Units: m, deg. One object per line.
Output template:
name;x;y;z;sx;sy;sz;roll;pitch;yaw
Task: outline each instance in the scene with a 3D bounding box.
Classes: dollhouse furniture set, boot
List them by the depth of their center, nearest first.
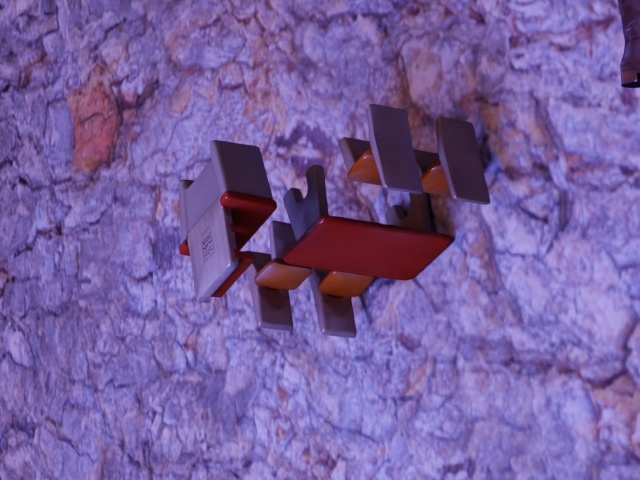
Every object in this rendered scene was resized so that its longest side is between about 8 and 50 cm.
boot;0.288;-0.193;1.637;0.106;0.037;0.114;-10;77;51
dollhouse furniture set;0.000;0.000;1.833;0.262;0.259;0.135;-47;44;44
